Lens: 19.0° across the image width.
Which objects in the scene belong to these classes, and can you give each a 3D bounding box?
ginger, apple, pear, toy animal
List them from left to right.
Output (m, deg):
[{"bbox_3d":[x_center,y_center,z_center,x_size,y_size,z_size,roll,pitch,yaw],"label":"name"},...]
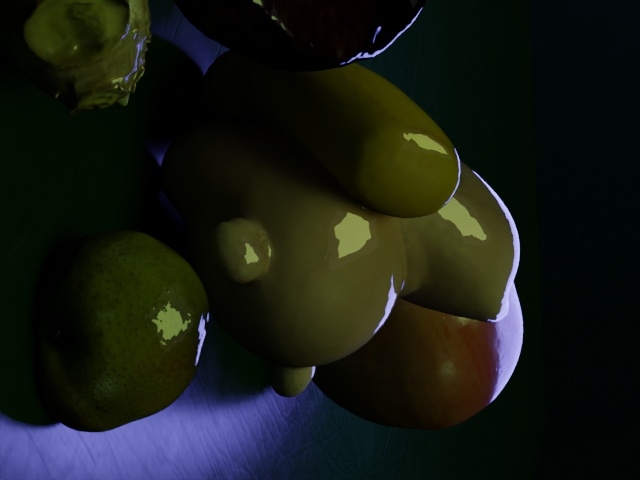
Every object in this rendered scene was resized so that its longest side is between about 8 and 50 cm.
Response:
[{"bbox_3d":[-0.157,-0.160,1.148,0.157,0.102,0.216,-113,-176,-48],"label":"ginger"},{"bbox_3d":[-0.127,0.063,1.301,0.141,0.104,0.141,2,90,-72],"label":"pear"},{"bbox_3d":[-0.015,-0.008,1.563,0.247,0.277,0.345,-57,150,-5],"label":"toy animal"},{"bbox_3d":[0.083,0.054,1.883,0.241,0.242,0.242,73,23,-49],"label":"apple"}]

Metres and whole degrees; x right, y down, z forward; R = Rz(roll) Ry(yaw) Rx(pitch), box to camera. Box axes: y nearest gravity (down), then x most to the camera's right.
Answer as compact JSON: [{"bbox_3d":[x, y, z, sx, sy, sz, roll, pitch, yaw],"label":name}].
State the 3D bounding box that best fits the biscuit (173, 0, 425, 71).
[{"bbox_3d":[-0.028,-0.314,1.275,0.407,0.091,0.407,5,85,-61],"label":"biscuit"}]
